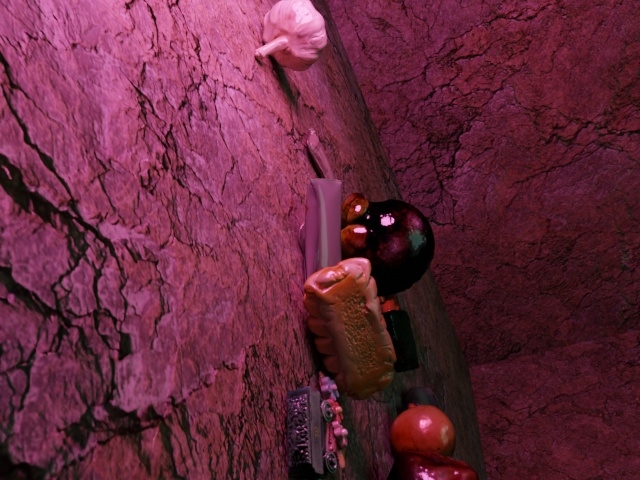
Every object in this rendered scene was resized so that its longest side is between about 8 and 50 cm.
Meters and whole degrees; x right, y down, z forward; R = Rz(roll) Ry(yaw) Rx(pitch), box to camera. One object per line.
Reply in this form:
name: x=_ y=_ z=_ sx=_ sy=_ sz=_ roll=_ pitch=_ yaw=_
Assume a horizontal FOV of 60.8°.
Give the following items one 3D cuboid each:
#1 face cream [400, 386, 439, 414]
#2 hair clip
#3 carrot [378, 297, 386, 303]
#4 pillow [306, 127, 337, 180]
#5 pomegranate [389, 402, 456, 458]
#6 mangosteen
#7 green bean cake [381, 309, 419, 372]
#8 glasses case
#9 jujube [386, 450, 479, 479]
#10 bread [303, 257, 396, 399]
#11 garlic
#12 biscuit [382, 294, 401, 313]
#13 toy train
face cream: x=0.338 y=0.577 z=1.842 sx=0.336 sy=0.080 sz=0.163 roll=34 pitch=42 yaw=-64
hair clip: x=0.027 y=0.364 z=1.122 sx=0.062 sy=0.056 sz=0.214 roll=53 pitch=26 yaw=-49
carrot: x=0.179 y=0.150 z=1.835 sx=0.048 sy=0.048 sz=0.139 roll=18 pitch=54 yaw=-69
pillow: x=0.009 y=-0.237 z=1.696 sx=0.131 sy=0.038 sz=0.233 roll=-88 pitch=155 yaw=-55
pomegranate: x=0.291 y=0.557 z=1.540 sx=0.191 sy=0.191 sz=0.191 roll=-18 pitch=90 yaw=-73
mangosteen: x=0.167 y=0.005 z=1.555 sx=0.313 sy=0.297 sz=0.297 roll=51 pitch=9 yaw=21
green bean cake: x=0.227 y=0.319 z=1.710 sx=0.208 sy=0.107 sz=0.193 roll=23 pitch=54 yaw=-67
glasses case: x=-0.001 y=0.000 z=1.333 sx=0.128 sy=0.083 sz=0.308 roll=15 pitch=71 yaw=-48
jujube: x=0.275 y=0.678 z=1.262 sx=0.258 sy=0.258 sz=0.377 roll=23 pitch=53 yaw=-68
bread: x=0.063 y=0.204 z=1.228 sx=0.121 sy=0.172 sz=0.311 roll=5 pitch=-68 yaw=66
garlic: x=-0.106 y=-0.555 z=1.493 sx=0.226 sy=0.199 sz=0.199 roll=-39 pitch=114 yaw=-41
biscuit: x=0.300 y=0.342 z=2.018 sx=0.284 sy=0.043 sz=0.306 roll=-86 pitch=152 yaw=-51
toy train: x=-0.020 y=0.349 z=0.978 sx=0.099 sy=0.070 sz=0.172 roll=43 pitch=34 yaw=-45
